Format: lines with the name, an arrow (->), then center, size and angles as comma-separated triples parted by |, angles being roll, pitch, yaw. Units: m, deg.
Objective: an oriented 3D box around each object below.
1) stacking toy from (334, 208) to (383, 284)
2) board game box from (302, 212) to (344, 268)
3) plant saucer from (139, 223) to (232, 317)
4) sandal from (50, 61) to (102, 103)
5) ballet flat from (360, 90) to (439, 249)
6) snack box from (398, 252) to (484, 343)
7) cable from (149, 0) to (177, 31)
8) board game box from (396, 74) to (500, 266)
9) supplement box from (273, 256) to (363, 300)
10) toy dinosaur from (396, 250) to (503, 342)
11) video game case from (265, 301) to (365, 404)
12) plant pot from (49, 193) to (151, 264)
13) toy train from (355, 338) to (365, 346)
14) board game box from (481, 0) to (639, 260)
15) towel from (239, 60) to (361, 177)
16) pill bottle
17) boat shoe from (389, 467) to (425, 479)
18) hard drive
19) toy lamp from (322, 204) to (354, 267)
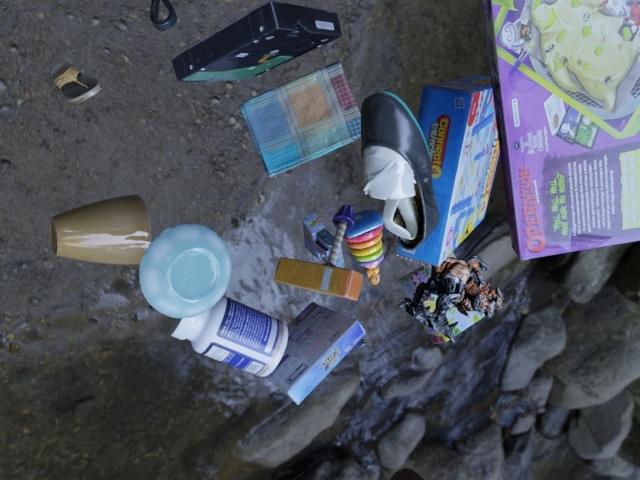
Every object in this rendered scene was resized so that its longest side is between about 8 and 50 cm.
stacking toy -> 0.184, 0.043, 1.857 | 0.166, 0.175, 0.301 | -23, 114, -10
board game box -> 0.000, 0.000, 1.789 | 0.060, 0.194, 0.194 | -34, 141, -17
plant saucer -> -0.256, 0.064, 0.952 | 0.195, 0.037, 0.194 | -7, 101, -37
sandal -> -0.511, -0.331, 0.975 | 0.072, 0.180, 0.049 | -44, 147, -12
ballet flat -> 0.117, -0.079, 0.696 | 0.096, 0.095, 0.280 | -61, 141, -23
snack box -> 0.346, 0.158, 1.347 | 0.175, 0.070, 0.207 | -23, 82, -26
cable -> -0.435, -0.652, 1.269 | 0.140, 0.287, 0.072 | -33, 162, -14
board game box -> 0.266, -0.148, 0.921 | 0.302, 0.086, 0.308 | -31, 133, -51
supplement box -> -0.008, 0.101, 1.293 | 0.078, 0.234, 0.080 | 27, 73, -59
toy dinosaur -> 0.312, 0.114, 1.195 | 0.322, 0.164, 0.218 | 33, 89, -1
video game case -> -0.041, 0.309, 1.373 | 0.269, 0.244, 0.061 | -42, 116, -20
plant pot -> -0.703, -0.023, 1.511 | 0.255, 0.237, 0.237 | -8, 118, -38
toy train -> 0.104, 0.390, 1.879 | 0.027, 0.158, 0.036 | 17, 83, -59
board game box -> 0.298, -0.158, 0.514 | 0.208, 0.056, 0.346 | -12, 110, 8
towel -> -0.059, -0.404, 1.598 | 0.370, 0.040, 0.271 | -22, 94, 7
pill bottle -> -0.228, 0.227, 1.197 | 0.265, 0.153, 0.153 | 28, 98, -21
boat shoe -> 0.292, 0.746, 1.200 | 0.123, 0.342, 0.123 | -34, 138, -11
hard drive -> -0.151, -0.450, 1.112 | 0.237, 0.339, 0.064 | -24, 102, -49
toy lamp -> 0.060, -0.003, 1.587 | 0.080, 0.080, 0.274 | 46, 46, -38
